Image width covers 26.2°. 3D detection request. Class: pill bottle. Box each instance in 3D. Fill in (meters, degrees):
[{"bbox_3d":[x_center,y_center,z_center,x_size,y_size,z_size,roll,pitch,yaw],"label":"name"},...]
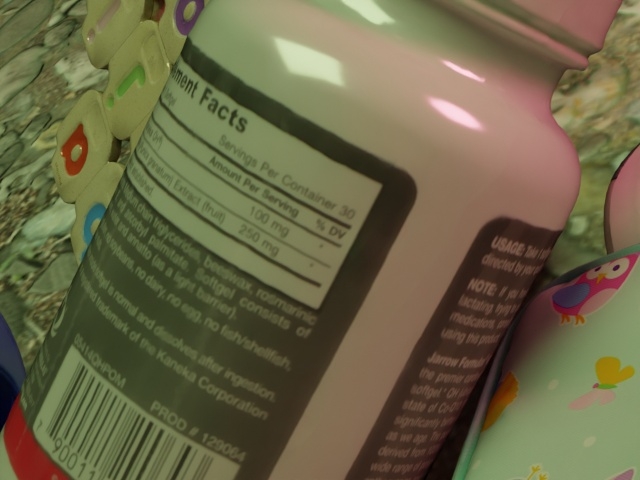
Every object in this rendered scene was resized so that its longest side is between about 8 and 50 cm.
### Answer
[{"bbox_3d":[0.000,0.000,0.583,0.319,0.176,0.176,-63,32,11],"label":"pill bottle"}]

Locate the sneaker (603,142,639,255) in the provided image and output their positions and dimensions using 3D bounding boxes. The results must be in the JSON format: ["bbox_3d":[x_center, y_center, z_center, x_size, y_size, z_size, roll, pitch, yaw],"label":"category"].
[{"bbox_3d":[0.242,-0.053,0.644,0.163,0.086,0.226,-9,29,33],"label":"sneaker"}]

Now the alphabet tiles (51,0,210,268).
[{"bbox_3d":[-0.068,-0.068,0.783,0.278,0.021,0.284,-44,55,37],"label":"alphabet tiles"}]

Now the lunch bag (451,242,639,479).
[{"bbox_3d":[0.137,0.109,0.491,0.224,0.108,0.279,-27,25,43],"label":"lunch bag"}]

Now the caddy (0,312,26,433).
[{"bbox_3d":[-0.315,0.137,0.720,0.341,0.241,0.179,-47,32,-21],"label":"caddy"}]
